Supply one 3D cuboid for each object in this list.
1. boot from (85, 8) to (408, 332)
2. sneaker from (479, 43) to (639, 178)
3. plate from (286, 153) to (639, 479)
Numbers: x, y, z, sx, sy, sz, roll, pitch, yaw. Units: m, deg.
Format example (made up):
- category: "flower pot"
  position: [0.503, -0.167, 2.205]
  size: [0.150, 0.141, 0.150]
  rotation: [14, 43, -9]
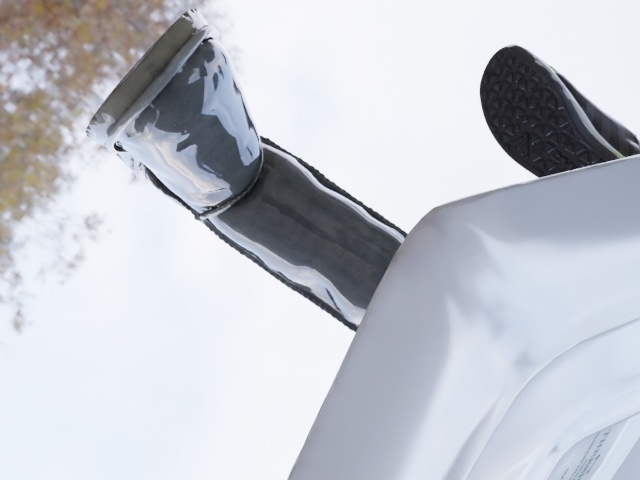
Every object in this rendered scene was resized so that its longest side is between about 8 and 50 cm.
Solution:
- category: "boot"
  position: [0.002, -0.002, 0.589]
  size: [0.208, 0.189, 0.076]
  rotation: [42, -92, 2]
- category: "sneaker"
  position: [0.244, -0.087, 1.234]
  size: [0.234, 0.097, 0.084]
  rotation: [50, -57, 8]
- category: "plate"
  position: [0.091, 0.084, 0.542]
  size: [0.045, 0.278, 0.277]
  rotation: [45, -52, 30]
